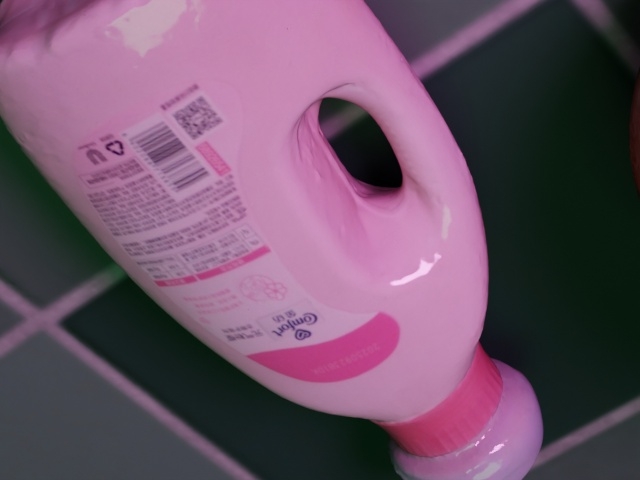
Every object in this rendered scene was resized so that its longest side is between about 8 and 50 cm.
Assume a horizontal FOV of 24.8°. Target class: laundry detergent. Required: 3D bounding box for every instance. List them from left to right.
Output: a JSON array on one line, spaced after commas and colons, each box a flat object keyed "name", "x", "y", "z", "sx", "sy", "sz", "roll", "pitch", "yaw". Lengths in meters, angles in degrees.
[{"name": "laundry detergent", "x": 0.000, "y": 0.000, "z": 0.658, "sx": 0.159, "sy": 0.088, "sz": 0.335, "roll": -26, "pitch": 126, "yaw": 18}]

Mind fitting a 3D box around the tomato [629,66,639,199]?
[{"name": "tomato", "x": 0.260, "y": -0.032, "z": 0.551, "sx": 0.270, "sy": 0.223, "sz": 0.270, "roll": -3, "pitch": 131, "yaw": -3}]
